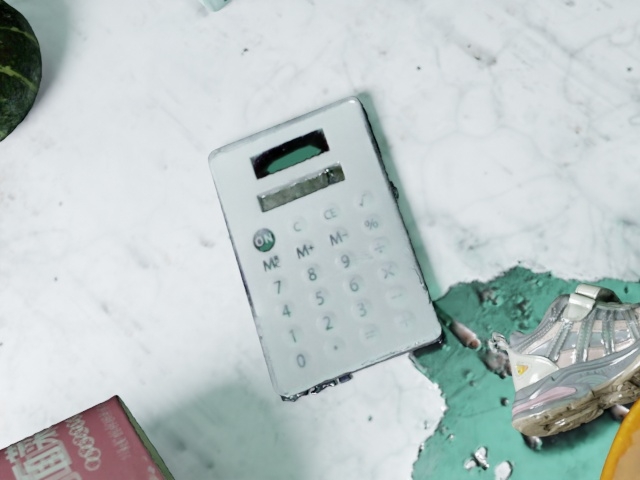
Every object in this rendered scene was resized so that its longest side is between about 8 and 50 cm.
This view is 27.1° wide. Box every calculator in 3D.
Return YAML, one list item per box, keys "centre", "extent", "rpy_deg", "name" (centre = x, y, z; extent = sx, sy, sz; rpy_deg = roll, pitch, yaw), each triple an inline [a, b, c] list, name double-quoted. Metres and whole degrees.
- centre: [0.000, 0.000, 1.193]
  extent: [0.161, 0.021, 0.262]
  rpy_deg: [-22, 65, 7]
  name: "calculator"

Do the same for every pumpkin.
- centre: [-0.354, -0.165, 1.303]
  extent: [0.167, 0.125, 0.167]
  rpy_deg: [0, 76, -2]
  name: "pumpkin"

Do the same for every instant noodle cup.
- centre: [-0.190, 0.243, 1.051]
  extent: [0.178, 0.235, 0.235]
  rpy_deg: [-33, 64, -9]
  name: "instant noodle cup"

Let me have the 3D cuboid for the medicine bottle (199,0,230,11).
- centre: [-0.052, -0.334, 1.283]
  extent: [0.229, 0.121, 0.083]
  rpy_deg: [-44, 64, -4]
  name: "medicine bottle"

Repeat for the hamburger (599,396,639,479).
- centre: [0.339, 0.222, 0.882]
  extent: [0.330, 0.250, 0.330]
  rpy_deg: [-7, 67, 15]
  name: "hamburger"

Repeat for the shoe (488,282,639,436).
- centre: [0.223, 0.083, 1.064]
  extent: [0.180, 0.089, 0.092]
  rpy_deg: [-29, 62, 12]
  name: "shoe"
